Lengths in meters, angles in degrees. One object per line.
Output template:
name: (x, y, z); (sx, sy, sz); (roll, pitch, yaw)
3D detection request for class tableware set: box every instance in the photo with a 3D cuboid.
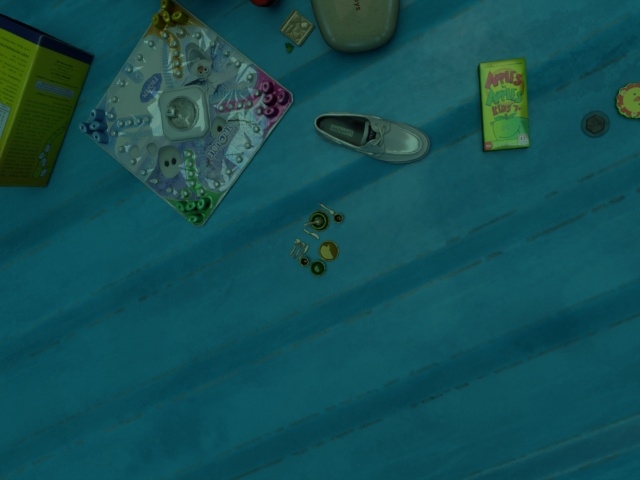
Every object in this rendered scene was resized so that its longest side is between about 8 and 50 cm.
tableware set: (0.000, 0.000, 1.309); (0.104, 0.024, 0.154); (33, 100, 7)

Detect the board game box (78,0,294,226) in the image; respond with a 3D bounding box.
board game box: (-0.324, -0.297, 1.335); (0.390, 0.050, 0.390); (39, 101, 6)

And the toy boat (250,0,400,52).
toy boat: (0.007, -0.530, 1.194); (0.318, 0.148, 0.268); (-1, 116, 6)

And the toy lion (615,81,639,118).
toy lion: (0.651, -0.277, 1.150); (0.096, 0.034, 0.100); (-34, 88, 19)

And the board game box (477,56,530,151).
board game box: (0.382, -0.281, 1.195); (0.092, 0.043, 0.182); (-4, 94, 12)

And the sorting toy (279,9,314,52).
sorting toy: (-0.061, -0.466, 1.285); (0.062, 0.012, 0.083); (40, 98, 1)

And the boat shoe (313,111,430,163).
boat shoe: (0.108, -0.222, 1.235); (0.258, 0.084, 0.095); (10, 97, 11)

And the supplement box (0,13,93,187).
supplement box: (-0.722, -0.324, 1.340); (0.194, 0.195, 0.357); (26, 99, 8)
